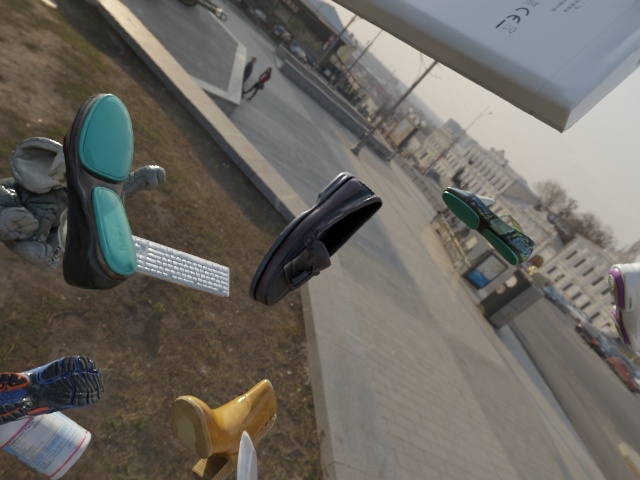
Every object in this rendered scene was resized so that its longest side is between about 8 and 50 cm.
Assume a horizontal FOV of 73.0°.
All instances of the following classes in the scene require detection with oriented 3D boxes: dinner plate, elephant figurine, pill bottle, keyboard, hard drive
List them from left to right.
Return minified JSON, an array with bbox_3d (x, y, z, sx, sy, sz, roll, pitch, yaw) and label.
[{"bbox_3d":[-0.490,0.330,0.745,0.160,0.087,0.087,46,20,-16],"label":"pill bottle"},{"bbox_3d":[-0.417,-0.082,0.704,0.169,0.239,0.186,6,-35,47],"label":"elephant figurine"},{"bbox_3d":[-0.286,0.043,0.814,0.256,0.014,0.072,24,46,-33],"label":"keyboard"},{"bbox_3d":[-0.098,0.334,0.587,0.017,0.141,0.141,-2,31,-2],"label":"dinner plate"},{"bbox_3d":[0.197,-0.289,0.476,0.353,0.233,0.047,46,-5,29],"label":"hard drive"}]

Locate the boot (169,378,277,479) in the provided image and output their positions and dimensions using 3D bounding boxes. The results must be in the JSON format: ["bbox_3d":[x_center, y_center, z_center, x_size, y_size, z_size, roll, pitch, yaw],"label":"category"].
[{"bbox_3d":[-0.178,0.347,0.872,0.104,0.295,0.211,22,41,27],"label":"boot"}]

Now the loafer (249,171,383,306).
[{"bbox_3d":[0.000,0.000,0.761,0.095,0.302,0.109,29,-26,21],"label":"loafer"}]

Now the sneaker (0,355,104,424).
[{"bbox_3d":[-0.430,0.227,0.650,0.221,0.087,0.083,19,53,-61],"label":"sneaker"}]

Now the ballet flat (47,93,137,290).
[{"bbox_3d":[-0.307,-0.068,0.569,0.095,0.096,0.280,41,35,-63],"label":"ballet flat"}]

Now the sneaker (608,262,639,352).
[{"bbox_3d":[0.740,0.154,0.964,0.305,0.152,0.114,53,28,-40],"label":"sneaker"}]

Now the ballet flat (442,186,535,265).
[{"bbox_3d":[0.304,-0.038,0.778,0.188,0.070,0.070,50,21,18],"label":"ballet flat"}]
